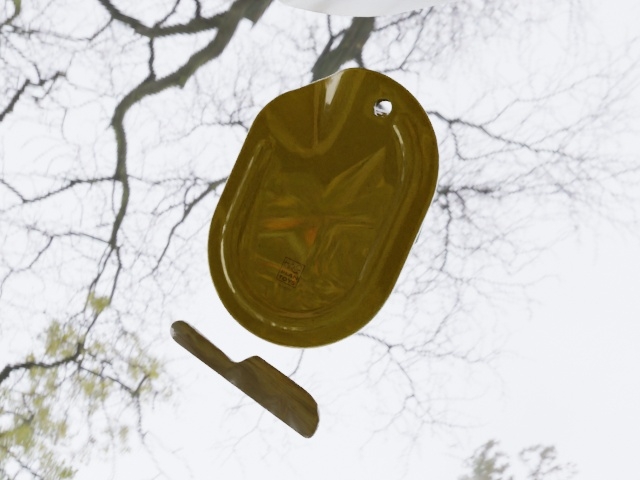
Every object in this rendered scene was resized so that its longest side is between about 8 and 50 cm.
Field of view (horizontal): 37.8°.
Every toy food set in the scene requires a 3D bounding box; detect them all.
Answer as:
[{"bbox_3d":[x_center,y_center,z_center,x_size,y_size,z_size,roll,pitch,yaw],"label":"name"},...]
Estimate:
[{"bbox_3d":[0.000,0.000,0.600,0.128,0.071,0.217,26,-88,19],"label":"toy food set"}]

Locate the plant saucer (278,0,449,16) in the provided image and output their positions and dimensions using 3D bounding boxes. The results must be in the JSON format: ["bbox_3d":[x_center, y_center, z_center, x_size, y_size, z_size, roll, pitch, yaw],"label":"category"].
[{"bbox_3d":[-0.034,-0.256,0.504,0.081,0.333,0.332,-33,-76,-4],"label":"plant saucer"}]
